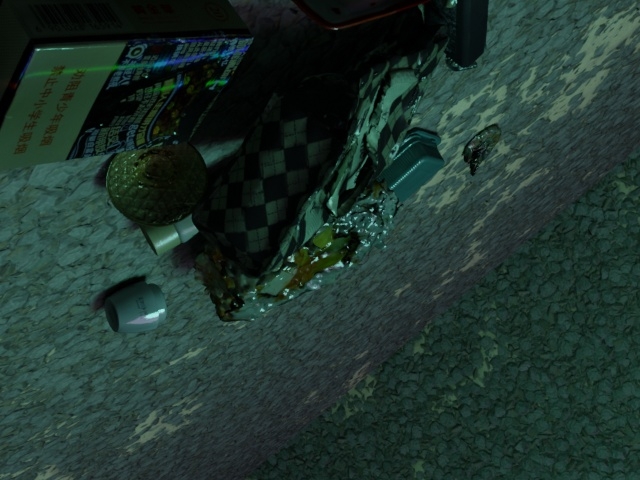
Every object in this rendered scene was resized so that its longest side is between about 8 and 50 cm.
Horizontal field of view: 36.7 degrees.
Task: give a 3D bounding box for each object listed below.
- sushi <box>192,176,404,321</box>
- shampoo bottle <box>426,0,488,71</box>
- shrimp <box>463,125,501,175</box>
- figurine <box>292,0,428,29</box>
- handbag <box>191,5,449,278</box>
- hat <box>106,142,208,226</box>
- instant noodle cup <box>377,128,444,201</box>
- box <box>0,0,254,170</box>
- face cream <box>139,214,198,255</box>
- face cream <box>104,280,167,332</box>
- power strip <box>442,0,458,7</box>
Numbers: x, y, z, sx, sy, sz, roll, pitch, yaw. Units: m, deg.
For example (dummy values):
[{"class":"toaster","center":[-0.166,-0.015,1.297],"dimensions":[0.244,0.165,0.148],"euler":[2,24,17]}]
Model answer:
[{"class":"sushi","center":[-0.050,-0.007,1.759],"dimensions":[0.417,0.176,0.417],"euler":[-31,165,-9]},{"class":"shampoo bottle","center":[0.212,-0.349,1.513],"dimensions":[0.071,0.098,0.309],"euler":[-42,163,-7]},{"class":"shrimp","center":[0.368,-0.212,2.271],"dimensions":[0.091,0.034,0.161],"euler":[-13,147,-26]},{"class":"figurine","center":[0.053,-0.387,1.081],"dimensions":[0.183,0.160,0.226],"euler":[-25,150,-31]},{"class":"handbag","center":[0.022,-0.167,1.427],"dimensions":[0.416,0.180,0.316],"euler":[-42,169,-48]},{"class":"hat","center":[-0.239,-0.098,1.400],"dimensions":[0.146,0.067,0.146],"euler":[-7,119,-12]},{"class":"instant noodle cup","center":[0.177,-0.148,2.016],"dimensions":[0.179,0.070,0.157],"euler":[-42,160,21]},{"class":"box","center":[-0.246,-0.187,1.108],"dimensions":[0.310,0.084,0.198],"euler":[-16,153,-47]},{"class":"face cream","center":[-0.181,-0.057,1.564],"dimensions":[0.224,0.070,0.114],"euler":[-29,-157,-15]},{"class":"face cream","center":[-0.331,0.122,1.734],"dimensions":[0.095,0.091,0.091],"euler":[-14,154,-32]},{"class":"power strip","center":[0.167,-0.405,1.107],"dimensions":[0.065,0.213,0.198],"euler":[-7,158,-8]}]
